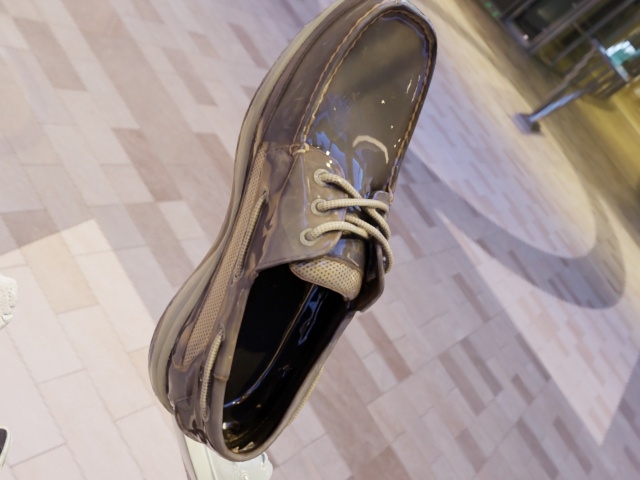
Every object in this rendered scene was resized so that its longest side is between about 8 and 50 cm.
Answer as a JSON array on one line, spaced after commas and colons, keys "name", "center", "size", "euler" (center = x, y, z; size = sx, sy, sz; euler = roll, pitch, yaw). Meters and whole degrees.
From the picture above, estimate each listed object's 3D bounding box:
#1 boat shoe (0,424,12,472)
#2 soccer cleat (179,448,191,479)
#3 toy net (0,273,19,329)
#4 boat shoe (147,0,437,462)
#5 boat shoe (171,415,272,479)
[{"name": "boat shoe", "center": [-0.603, 0.425, 1.198], "size": [0.118, 0.103, 0.320], "euler": [40, 38, -6]}, {"name": "soccer cleat", "center": [-0.164, 0.334, 1.200], "size": [0.116, 0.331, 0.143], "euler": [0, 12, -8]}, {"name": "toy net", "center": [-0.301, 0.022, 0.451], "size": [0.232, 0.122, 0.045], "euler": [-4, 13, -14]}, {"name": "boat shoe", "center": [0.000, 0.000, 0.544], "size": [0.132, 0.355, 0.130], "euler": [16, 14, -36]}, {"name": "boat shoe", "center": [-0.091, 0.255, 0.814], "size": [0.079, 0.081, 0.227], "euler": [25, -43, 63]}]
